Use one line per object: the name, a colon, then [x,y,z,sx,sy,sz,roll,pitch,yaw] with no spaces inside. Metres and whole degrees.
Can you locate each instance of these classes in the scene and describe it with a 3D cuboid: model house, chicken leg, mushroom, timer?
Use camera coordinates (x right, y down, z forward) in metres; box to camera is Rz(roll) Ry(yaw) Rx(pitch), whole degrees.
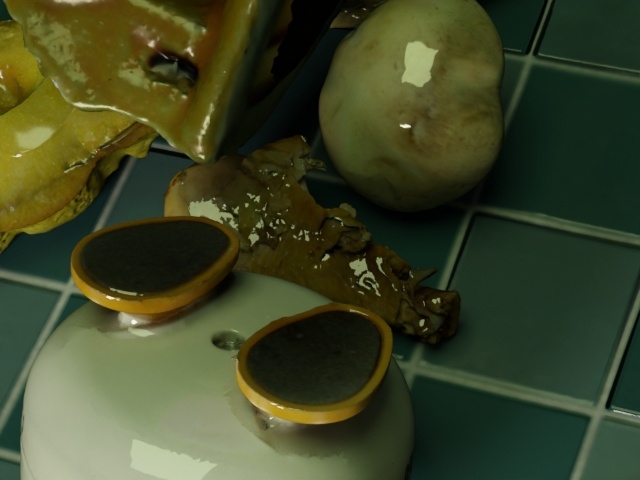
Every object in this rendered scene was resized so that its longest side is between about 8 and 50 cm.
model house: [-0.101,-0.204,1.278,0.239,0.173,0.268,24,55,14]
chicken leg: [-0.001,0.003,1.274,0.207,0.085,0.101,23,55,17]
mushroom: [0.063,-0.091,1.292,0.148,0.112,0.148,-30,48,40]
timer: [-0.064,0.134,1.160,0.233,0.240,0.233,6,33,-4]

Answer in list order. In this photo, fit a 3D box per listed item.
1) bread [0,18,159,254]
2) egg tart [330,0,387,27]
bread: [-0.197,-0.081,1.376,0.233,0.088,0.161,-29,50,-1]
egg tart: [0.031,-0.302,1.431,0.341,0.129,0.341,-6,58,10]
